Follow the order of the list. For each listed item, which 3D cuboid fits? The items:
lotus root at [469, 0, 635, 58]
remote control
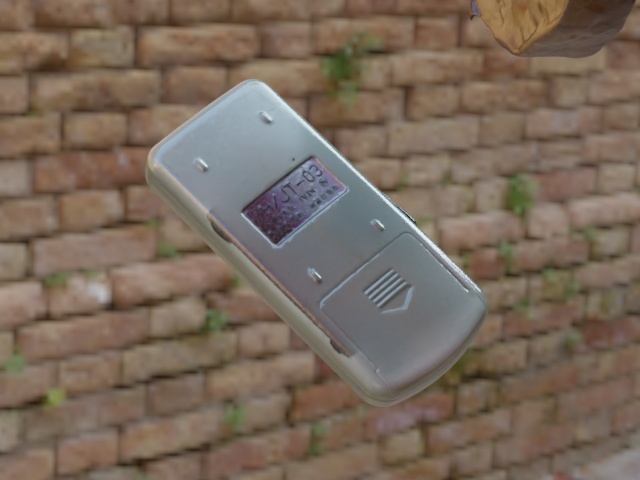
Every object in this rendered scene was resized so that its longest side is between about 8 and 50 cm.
[{"bbox_3d":[0.238,-0.387,1.837,0.111,0.390,0.375,-6,-1,-15],"label":"lotus root"},{"bbox_3d":[0.000,0.000,1.447,0.140,0.056,0.296,-40,75,-23],"label":"remote control"}]
